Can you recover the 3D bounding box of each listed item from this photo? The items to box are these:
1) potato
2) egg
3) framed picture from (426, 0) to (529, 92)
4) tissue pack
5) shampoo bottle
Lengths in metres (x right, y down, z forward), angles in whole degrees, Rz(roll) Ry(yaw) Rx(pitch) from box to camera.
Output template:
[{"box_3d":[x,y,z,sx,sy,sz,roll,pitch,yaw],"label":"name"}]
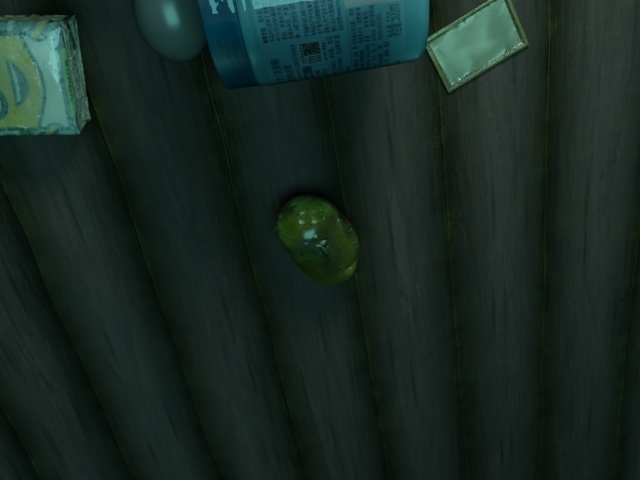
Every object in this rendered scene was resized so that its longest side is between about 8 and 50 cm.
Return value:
[{"box_3d":[0.000,0.000,1.562,0.169,0.143,0.248,-22,121,17],"label":"potato"},{"box_3d":[-0.285,-0.444,1.272,0.146,0.146,0.199,-8,117,-3],"label":"egg"},{"box_3d":[0.339,-0.431,1.442,0.201,0.010,0.136,-30,119,10],"label":"framed picture"},{"box_3d":[-0.634,-0.327,1.306,0.311,0.128,0.228,-1,119,-5],"label":"tissue pack"},{"box_3d":[-0.012,-0.437,1.092,0.342,0.331,0.331,-7,120,4],"label":"shampoo bottle"}]
